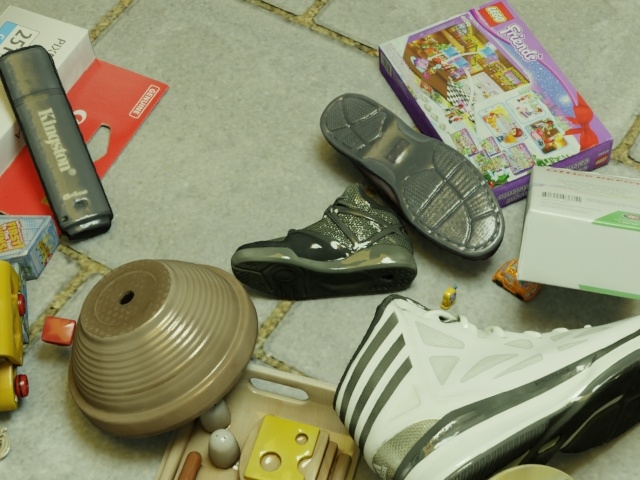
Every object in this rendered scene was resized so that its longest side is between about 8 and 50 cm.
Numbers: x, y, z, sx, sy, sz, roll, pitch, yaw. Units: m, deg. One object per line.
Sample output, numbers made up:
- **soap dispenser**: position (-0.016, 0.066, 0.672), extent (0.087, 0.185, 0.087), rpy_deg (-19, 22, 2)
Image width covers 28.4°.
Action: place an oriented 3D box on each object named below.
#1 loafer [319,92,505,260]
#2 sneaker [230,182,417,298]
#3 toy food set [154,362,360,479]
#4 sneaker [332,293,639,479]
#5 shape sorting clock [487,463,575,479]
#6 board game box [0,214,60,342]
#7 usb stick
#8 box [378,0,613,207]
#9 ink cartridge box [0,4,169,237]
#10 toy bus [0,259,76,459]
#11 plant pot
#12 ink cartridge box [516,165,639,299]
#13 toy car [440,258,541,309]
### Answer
- **loafer**: position (0.124, -0.077, 1.613), extent (0.109, 0.095, 0.302), rpy_deg (-44, 64, -6)
- **sneaker**: position (0.000, 0.000, 1.576), extent (0.227, 0.087, 0.130), rpy_deg (-4, 53, -4)
- **toy food set**: position (-0.088, 0.277, 1.382), extent (0.220, 0.092, 0.306), rpy_deg (12, 57, 11)
- **sneaker**: position (0.212, 0.117, 1.408), extent (0.447, 0.169, 0.257), rpy_deg (-23, 54, -27)
- **shape sorting clock**: position (0.203, 0.330, 1.290), extent (0.206, 0.206, 0.040), rpy_deg (-41, 26, -23)
- **board game box**: position (-0.424, 0.041, 1.582), extent (0.194, 0.060, 0.194), rpy_deg (-11, 56, -4)
- **usb stick**: position (-0.349, -0.132, 1.659), extent (0.077, 0.045, 0.278), rpy_deg (-16, 73, -26)
- **box**: position (0.231, -0.186, 1.707), extent (0.201, 0.057, 0.293), rpy_deg (-22, 57, -10)
- **ink cartridge box**: position (-0.394, -0.172, 1.725), extent (0.261, 0.066, 0.296), rpy_deg (21, 59, 17)
- **toy bus**: position (-0.397, 0.120, 1.455), extent (0.202, 0.104, 0.191), rpy_deg (37, 75, 9)
- **plant pot**: position (-0.200, 0.099, 1.455), extent (0.237, 0.109, 0.237), rpy_deg (-16, 41, 15)
- **ink cartridge box**: position (0.319, -0.014, 1.502), extent (0.154, 0.093, 0.212), rpy_deg (9, 21, 8)
- **toy car**: position (0.211, 0.060, 1.548), extent (0.122, 0.040, 0.060), rpy_deg (-27, 59, -16)
